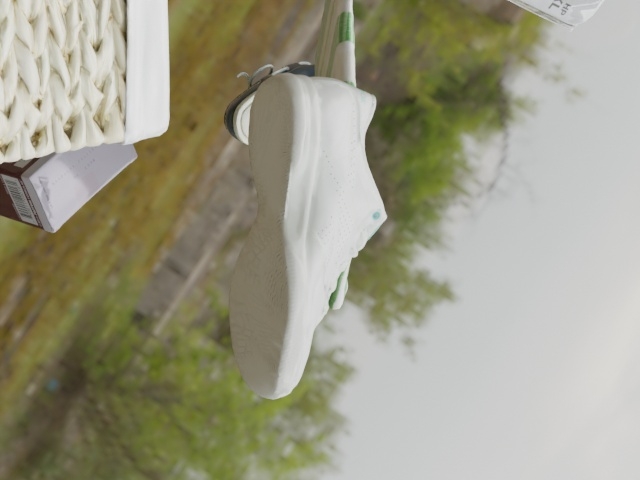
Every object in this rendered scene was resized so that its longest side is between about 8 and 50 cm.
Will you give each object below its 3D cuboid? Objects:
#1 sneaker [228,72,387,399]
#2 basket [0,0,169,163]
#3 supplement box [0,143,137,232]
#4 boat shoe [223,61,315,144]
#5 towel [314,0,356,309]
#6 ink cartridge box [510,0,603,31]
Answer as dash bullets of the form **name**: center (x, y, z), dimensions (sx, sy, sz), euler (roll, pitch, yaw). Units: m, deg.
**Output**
- **sneaker**: center (0.000, 0.000, 1.086), dimensions (0.080, 0.094, 0.212), euler (18, -77, 54)
- **basket**: center (-0.137, -0.124, 0.715), dimensions (0.103, 0.113, 0.167), euler (-22, 127, -34)
- **supplement box**: center (-0.316, -0.096, 1.666), dimensions (0.130, 0.239, 0.073), euler (-46, 135, -31)
- **boat shoe**: center (-0.055, -0.188, 2.208), dimensions (0.254, 0.079, 0.095), euler (-34, 132, -48)
- **towel**: center (0.021, -0.123, 1.705), dimensions (0.248, 0.038, 0.325), euler (101, -9, -59)
- **ink cartridge box**: center (0.191, -0.371, 1.467), dimensions (0.223, 0.129, 0.307), euler (-53, -143, 27)
